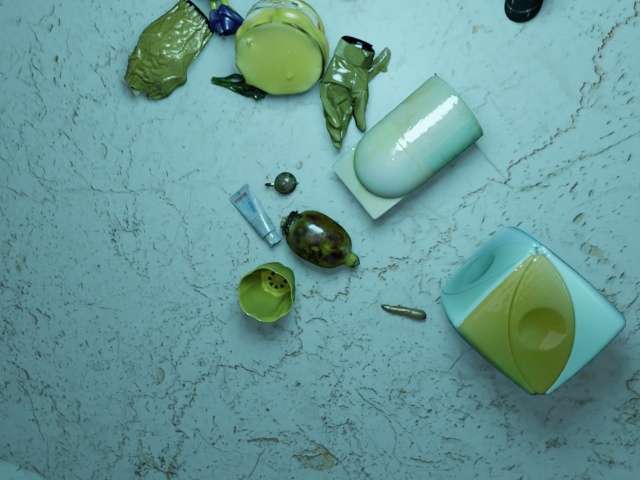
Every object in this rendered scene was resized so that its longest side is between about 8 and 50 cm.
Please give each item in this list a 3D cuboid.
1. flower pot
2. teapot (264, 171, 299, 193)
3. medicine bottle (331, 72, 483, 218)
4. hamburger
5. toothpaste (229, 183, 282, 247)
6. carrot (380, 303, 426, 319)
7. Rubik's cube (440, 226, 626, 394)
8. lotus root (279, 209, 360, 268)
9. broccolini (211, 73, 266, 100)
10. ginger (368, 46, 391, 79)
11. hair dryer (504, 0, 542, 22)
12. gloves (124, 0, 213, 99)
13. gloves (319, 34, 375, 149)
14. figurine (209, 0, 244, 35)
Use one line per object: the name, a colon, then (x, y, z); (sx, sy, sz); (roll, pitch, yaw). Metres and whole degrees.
flower pot: (-0.171, 0.164, 1.512); (0.196, 0.179, 0.194); (2, 102, 8)
teapot: (-0.130, -0.194, 1.479); (0.121, 0.068, 0.076); (-1, 103, 9)
medicine bottle: (0.252, -0.272, 1.317); (0.406, 0.235, 0.235); (-39, 95, 15)
hamburger: (-0.112, -0.599, 1.295); (0.277, 0.276, 0.236); (-1, 59, 9)
toothpaste: (-0.224, -0.084, 1.532); (0.089, 0.057, 0.234); (-37, 89, 13)
carrot: (0.295, 0.249, 1.539); (0.165, 0.035, 0.035); (12, 105, 8)
Rubik's cube: (0.611, 0.196, 1.316); (0.352, 0.351, 0.347); (40, 105, 0)
lotus root: (0.000, 0.000, 1.467); (0.314, 0.141, 0.169); (29, 110, 0)
broccolini: (-0.269, -0.509, 1.429); (0.203, 0.068, 0.091); (5, 123, 8)
ginger: (0.168, -0.545, 1.367); (0.137, 0.044, 0.057); (-35, 78, 13)
hair dryer: (0.467, -0.759, 1.216); (0.352, 0.189, 0.107); (37, 104, 13)
gloves: (-0.501, -0.605, 1.394); (0.203, 0.155, 0.356); (45, 109, 1)
gloves: (0.074, -0.446, 1.340); (0.141, 0.154, 0.330); (36, 125, 34)
figurine: (-0.308, -0.828, 1.289); (0.154, 0.194, 0.419); (10, 101, 51)
